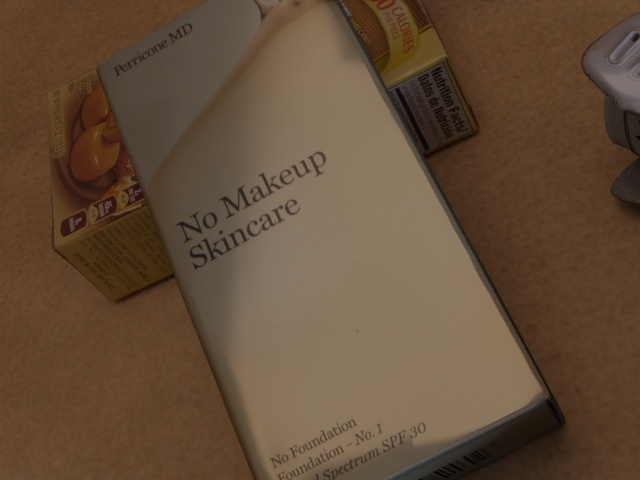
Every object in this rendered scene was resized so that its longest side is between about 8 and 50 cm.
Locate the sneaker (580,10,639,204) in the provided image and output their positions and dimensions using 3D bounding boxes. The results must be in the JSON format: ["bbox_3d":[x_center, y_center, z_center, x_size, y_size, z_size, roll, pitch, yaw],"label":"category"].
[{"bbox_3d":[0.230,-0.009,0.524,0.210,0.137,0.366,12,57,36],"label":"sneaker"}]

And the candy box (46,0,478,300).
[{"bbox_3d":[-0.057,-0.102,0.781,0.316,0.087,0.183,-25,49,10],"label":"candy box"}]

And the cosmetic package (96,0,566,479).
[{"bbox_3d":[0.000,0.000,0.593,0.160,0.113,0.309,-29,66,7],"label":"cosmetic package"}]
